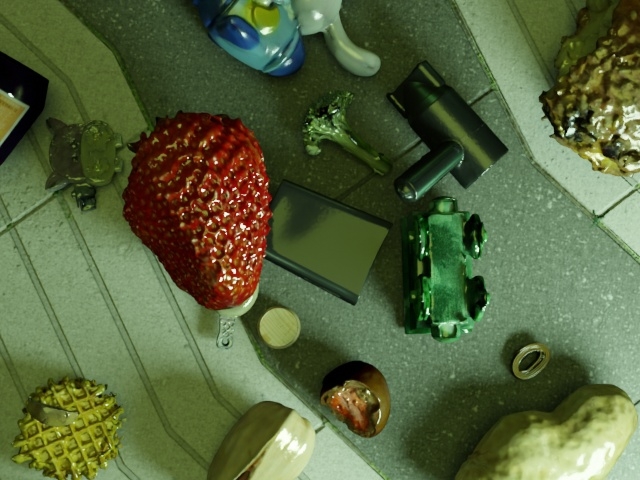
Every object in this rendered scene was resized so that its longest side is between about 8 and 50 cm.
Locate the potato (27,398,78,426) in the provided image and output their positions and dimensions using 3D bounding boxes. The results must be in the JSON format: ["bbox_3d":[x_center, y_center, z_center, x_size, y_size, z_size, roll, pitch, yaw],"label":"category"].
[{"bbox_3d":[-0.489,0.316,1.639,0.093,0.036,0.037,17,81,-4],"label":"potato"}]

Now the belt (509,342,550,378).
[{"bbox_3d":[0.405,0.233,1.765,0.083,0.036,0.059,-39,81,-6],"label":"belt"}]

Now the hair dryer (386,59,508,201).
[{"bbox_3d":[0.192,-0.185,1.692,0.244,0.116,0.302,47,42,3],"label":"hair dryer"}]

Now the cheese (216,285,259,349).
[{"bbox_3d":[-0.177,0.118,1.738,0.092,0.047,0.171,26,84,1],"label":"cheese"}]

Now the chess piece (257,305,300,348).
[{"bbox_3d":[-0.080,0.167,1.744,0.083,0.038,0.084,0,87,-4],"label":"chess piece"}]

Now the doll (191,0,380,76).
[{"bbox_3d":[-0.098,-0.456,1.747,0.365,0.187,0.376,-21,74,-16],"label":"doll"}]

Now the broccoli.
[{"bbox_3d":[0.056,-0.200,1.765,0.204,0.118,0.122,42,53,-14],"label":"broccoli"}]

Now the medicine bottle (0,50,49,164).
[{"bbox_3d":[-0.689,-0.184,1.647,0.242,0.242,0.395,34,90,1],"label":"medicine bottle"}]

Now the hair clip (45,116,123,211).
[{"bbox_3d":[-0.453,-0.151,1.748,0.146,0.056,0.187,-2,82,-10],"label":"hair clip"}]

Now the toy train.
[{"bbox_3d":[0.229,0.056,1.688,0.145,0.202,0.266,-1,84,-2],"label":"toy train"}]

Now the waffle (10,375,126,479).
[{"bbox_3d":[-0.463,0.352,1.693,0.197,0.070,0.193,10,84,-5],"label":"waffle"}]

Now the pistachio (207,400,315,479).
[{"bbox_3d":[-0.110,0.399,1.665,0.157,0.157,0.229,39,96,1],"label":"pistachio"}]

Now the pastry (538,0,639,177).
[{"bbox_3d":[0.605,-0.303,1.708,0.337,0.292,0.405,28,72,-9],"label":"pastry"}]

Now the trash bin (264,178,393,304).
[{"bbox_3d":[0.000,0.000,1.728,0.225,0.115,0.165,25,83,1],"label":"trash bin"}]

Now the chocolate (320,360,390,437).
[{"bbox_3d":[0.071,0.302,1.700,0.127,0.124,0.133,-24,106,-21],"label":"chocolate"}]

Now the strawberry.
[{"bbox_3d":[-0.209,-0.042,1.630,0.267,0.312,0.351,-16,79,-28],"label":"strawberry"}]

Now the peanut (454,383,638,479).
[{"bbox_3d":[0.419,0.395,1.687,0.387,0.169,0.192,-27,82,-9],"label":"peanut"}]
